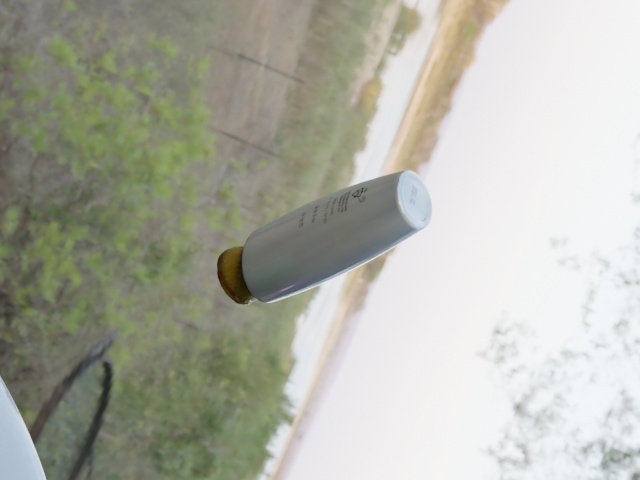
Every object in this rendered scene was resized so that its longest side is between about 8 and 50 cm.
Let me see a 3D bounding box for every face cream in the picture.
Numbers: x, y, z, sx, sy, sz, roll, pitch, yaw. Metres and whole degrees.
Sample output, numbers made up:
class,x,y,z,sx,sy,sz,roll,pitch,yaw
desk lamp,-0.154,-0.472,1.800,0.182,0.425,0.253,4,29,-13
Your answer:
class,x,y,z,sx,sy,sz,roll,pitch,yaw
face cream,0.000,0.000,0.856,0.182,0.051,0.072,-24,-142,36

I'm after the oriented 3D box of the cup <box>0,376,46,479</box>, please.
class,x,y,z,sx,sy,sz,roll,pitch,yaw
cup,-0.263,0.065,0.467,0.237,0.322,0.327,-34,117,-65
